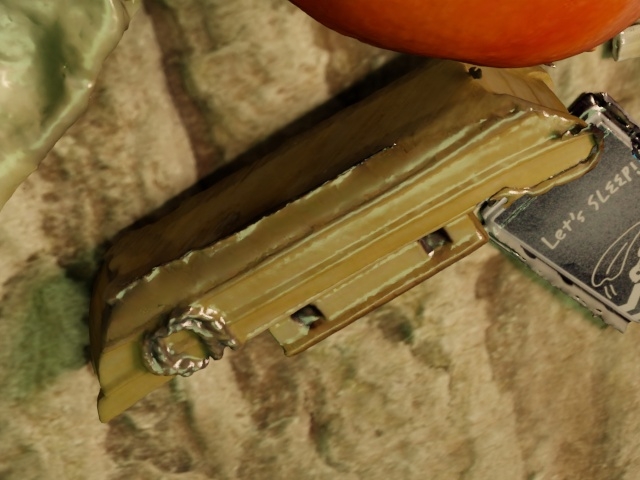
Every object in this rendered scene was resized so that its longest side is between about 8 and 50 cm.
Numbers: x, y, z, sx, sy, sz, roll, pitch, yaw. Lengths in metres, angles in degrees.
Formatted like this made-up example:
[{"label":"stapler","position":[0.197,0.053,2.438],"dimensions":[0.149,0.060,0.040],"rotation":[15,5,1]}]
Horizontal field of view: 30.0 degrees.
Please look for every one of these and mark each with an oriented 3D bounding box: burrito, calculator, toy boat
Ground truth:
[{"label":"burrito","position":[-0.208,-0.115,0.706],"dimensions":[0.135,0.190,0.332],"rotation":[33,106,-27]},{"label":"calculator","position":[0.271,-0.015,1.104],"dimensions":[0.166,0.028,0.274],"rotation":[-44,129,17]},{"label":"toy boat","position":[0.000,0.000,0.934],"dimensions":[0.445,0.136,0.162],"rotation":[-29,129,6]}]

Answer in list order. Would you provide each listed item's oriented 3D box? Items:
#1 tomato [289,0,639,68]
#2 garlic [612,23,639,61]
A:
[{"label":"tomato","position":[0.071,-0.252,0.604],"dimensions":[0.341,0.341,0.273],"rotation":[10,141,-30]},{"label":"garlic","position":[0.335,-0.175,0.959],"dimensions":[0.194,0.127,0.131],"rotation":[2,96,7]}]
